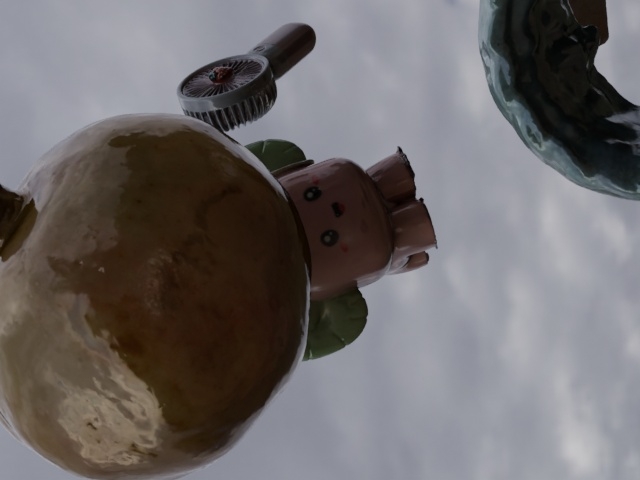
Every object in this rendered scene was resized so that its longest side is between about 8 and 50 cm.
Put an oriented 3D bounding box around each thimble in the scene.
[{"bbox_3d":[0.228,-0.139,1.116,0.250,0.205,0.172,51,-157,-4],"label":"thimble"}]

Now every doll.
[{"bbox_3d":[0.000,0.000,1.979,0.216,0.268,0.284,96,154,-74],"label":"doll"}]

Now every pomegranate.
[{"bbox_3d":[-0.203,0.047,1.699,0.411,0.412,0.411,16,-108,-58],"label":"pomegranate"}]

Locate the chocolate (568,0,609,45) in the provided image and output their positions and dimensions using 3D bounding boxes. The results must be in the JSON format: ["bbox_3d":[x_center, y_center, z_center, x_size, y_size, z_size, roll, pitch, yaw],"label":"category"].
[{"bbox_3d":[0.317,-0.380,2.141,0.112,0.112,0.321,56,169,43],"label":"chocolate"}]

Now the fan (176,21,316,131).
[{"bbox_3d":[-0.092,-0.228,2.146,0.244,0.130,0.074,-45,-53,-40],"label":"fan"}]
